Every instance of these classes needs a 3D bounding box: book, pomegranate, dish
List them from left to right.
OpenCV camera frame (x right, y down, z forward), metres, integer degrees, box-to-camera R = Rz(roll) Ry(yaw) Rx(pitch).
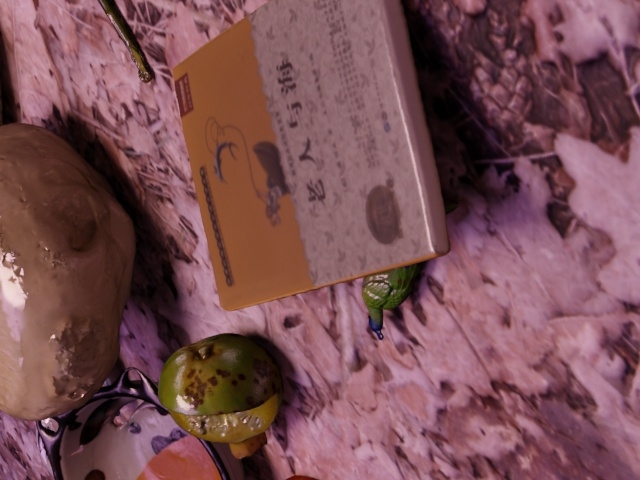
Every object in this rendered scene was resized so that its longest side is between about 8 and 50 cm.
[{"bbox_3d":[-0.209,0.288,1.687,0.303,0.120,0.303,9,113,23],"label":"dish"},{"bbox_3d":[-0.109,0.172,1.505,0.169,0.143,0.122,48,-148,-53],"label":"pomegranate"},{"bbox_3d":[-0.024,-0.086,1.193,0.389,0.032,0.269,-20,82,58],"label":"book"}]

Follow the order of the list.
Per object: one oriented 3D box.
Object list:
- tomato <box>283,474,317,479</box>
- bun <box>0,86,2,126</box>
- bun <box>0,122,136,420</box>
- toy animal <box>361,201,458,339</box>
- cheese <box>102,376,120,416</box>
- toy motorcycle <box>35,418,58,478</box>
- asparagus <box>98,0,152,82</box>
[{"bbox_3d":[-0.003,0.400,1.551,0.237,0.095,0.237,34,140,35],"label":"tomato"},{"bbox_3d":[-0.576,-0.240,1.753,0.361,0.213,0.361,36,140,38],"label":"bun"},{"bbox_3d":[-0.362,0.042,1.621,0.326,0.234,0.362,-32,75,48],"label":"bun"},{"bbox_3d":[0.064,0.009,1.194,0.075,0.041,0.217,47,142,19],"label":"toy animal"},{"bbox_3d":[-0.355,0.123,1.858,0.189,0.074,0.286,10,123,54],"label":"cheese"},{"bbox_3d":[-0.396,0.311,2.035,0.112,0.112,0.254,-7,107,57],"label":"toy motorcycle"},{"bbox_3d":[-0.220,-0.231,1.432,0.127,0.015,0.018,61,158,1],"label":"asparagus"}]
